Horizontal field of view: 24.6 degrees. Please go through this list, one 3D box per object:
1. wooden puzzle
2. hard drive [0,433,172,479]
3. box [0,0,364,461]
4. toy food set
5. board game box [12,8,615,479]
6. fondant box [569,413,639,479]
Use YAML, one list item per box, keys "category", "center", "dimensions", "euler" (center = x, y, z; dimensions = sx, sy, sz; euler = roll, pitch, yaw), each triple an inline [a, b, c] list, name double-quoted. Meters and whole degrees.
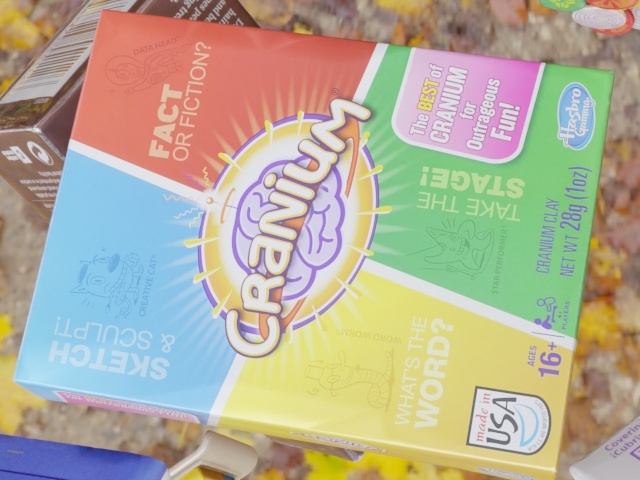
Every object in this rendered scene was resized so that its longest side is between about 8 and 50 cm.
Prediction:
- category: "wooden puzzle"
  center: [-0.198, 0.353, 1.959]
  dimensions: [0.239, 0.221, 0.044]
  euler: [-40, 69, 2]
- category: "hard drive"
  center: [-0.246, 0.243, 0.860]
  dimensions: [0.210, 0.318, 0.040]
  euler: [4, 132, 25]
- category: "box"
  center: [-0.066, -0.021, 1.144]
  dimensions: [0.381, 0.191, 0.143]
  euler: [48, 155, -25]
- category: "toy food set"
  center: [0.145, -0.113, 0.672]
  dimensions: [0.083, 0.020, 0.083]
  euler: [18, 165, -34]
- category: "board game box"
  center: [0.000, 0.000, 0.876]
  dimensions: [0.317, 0.064, 0.242]
  euler: [8, 75, 9]
- category: "fondant box"
  center: [0.251, 0.195, 0.503]
  dimensions: [0.096, 0.330, 0.238]
  euler: [-37, 116, -11]
